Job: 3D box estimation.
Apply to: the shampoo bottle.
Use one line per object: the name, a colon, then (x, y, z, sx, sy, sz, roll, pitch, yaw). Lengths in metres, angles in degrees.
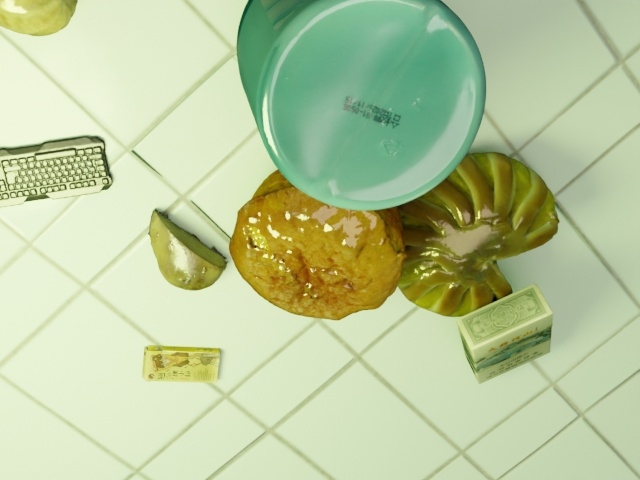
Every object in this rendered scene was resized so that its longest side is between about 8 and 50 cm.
shampoo bottle: (0.047, -0.253, 1.286, 0.331, 0.343, 0.331, -4, 117, -8)

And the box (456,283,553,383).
box: (0.360, 0.187, 1.640, 0.164, 0.069, 0.256, -25, 153, 2)

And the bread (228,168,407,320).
bread: (-0.006, 0.000, 1.454, 0.312, 0.172, 0.312, 8, 136, 7)

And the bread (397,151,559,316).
bread: (0.274, -0.003, 1.554, 0.332, 0.160, 0.333, -4, 116, -8)

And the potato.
potato: (-0.255, 0.037, 1.516, 0.100, 0.089, 0.172, -43, 117, 14)

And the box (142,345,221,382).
box: (-0.272, 0.243, 1.654, 0.149, 0.020, 0.073, 3, 116, -12)

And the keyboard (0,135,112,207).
keyboard: (-0.492, -0.112, 1.440, 0.262, 0.016, 0.106, -9, 117, -6)

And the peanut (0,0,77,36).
peanut: (-0.490, -0.433, 1.199, 0.340, 0.174, 0.158, 38, 74, -21)
